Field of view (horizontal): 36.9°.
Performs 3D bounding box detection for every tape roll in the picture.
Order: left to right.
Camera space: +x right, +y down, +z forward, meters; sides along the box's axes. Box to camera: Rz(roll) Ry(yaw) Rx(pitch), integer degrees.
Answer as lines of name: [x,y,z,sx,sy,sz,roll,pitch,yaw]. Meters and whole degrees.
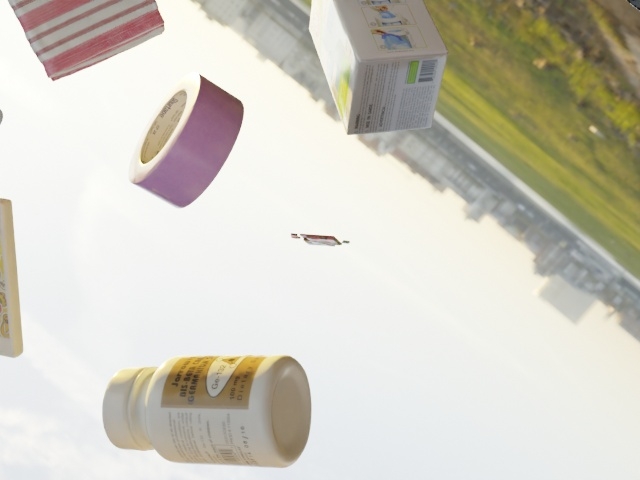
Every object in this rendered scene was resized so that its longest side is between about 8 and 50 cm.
tape roll: [-0.199,-0.147,1.409,0.080,0.189,0.189,31,-168,-26]

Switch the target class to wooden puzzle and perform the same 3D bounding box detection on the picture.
wooden puzzle: [0.000,0.000,1.341,0.083,0.006,0.049,4,168,16]

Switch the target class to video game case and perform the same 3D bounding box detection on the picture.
video game case: [-0.509,0.040,1.320,0.207,0.226,0.026,8,-160,18]

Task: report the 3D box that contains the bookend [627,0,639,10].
bookend: [0.416,-0.211,0.972,0.157,0.072,0.156,7,-144,-50]

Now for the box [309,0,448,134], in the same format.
box: [0.061,-0.233,1.110,0.103,0.114,0.203,-7,-129,-12]

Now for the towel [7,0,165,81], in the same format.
towel: [-0.269,-0.287,1.028,0.197,0.144,0.029,66,174,-17]

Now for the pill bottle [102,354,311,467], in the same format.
pill bottle: [-0.138,0.202,1.148,0.229,0.131,0.131,-3,171,23]

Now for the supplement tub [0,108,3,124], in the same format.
supplement tub: [-0.607,-0.245,1.551,0.198,0.106,0.106,41,-171,11]
